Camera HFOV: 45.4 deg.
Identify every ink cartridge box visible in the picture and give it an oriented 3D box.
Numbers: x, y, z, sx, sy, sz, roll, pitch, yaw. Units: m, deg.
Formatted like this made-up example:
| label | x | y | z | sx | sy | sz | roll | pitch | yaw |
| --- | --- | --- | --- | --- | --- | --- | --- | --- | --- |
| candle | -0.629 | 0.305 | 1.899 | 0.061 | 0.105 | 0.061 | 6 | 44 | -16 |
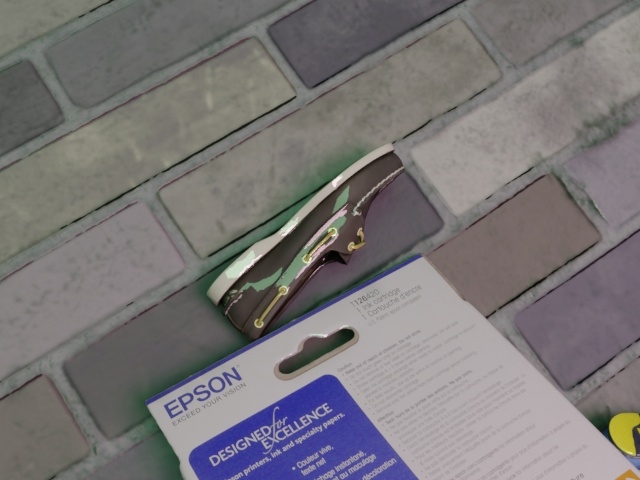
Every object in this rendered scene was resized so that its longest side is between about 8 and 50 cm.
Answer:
| label | x | y | z | sx | sy | sz | roll | pitch | yaw |
| --- | --- | --- | --- | --- | --- | --- | --- | --- | --- |
| ink cartridge box | 0.059 | 0.184 | 0.628 | 0.303 | 0.072 | 0.307 | -26 | 48 | -20 |

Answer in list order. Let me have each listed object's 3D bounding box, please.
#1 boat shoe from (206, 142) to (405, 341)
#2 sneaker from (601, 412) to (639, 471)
| label | x | y | z | sx | sy | sz | roll | pitch | yaw |
| --- | --- | --- | --- | --- | --- | --- | --- | --- | --- |
| boat shoe | 0.000 | 0.000 | 0.723 | 0.227 | 0.081 | 0.069 | -41 | 83 | -7 |
| sneaker | 0.312 | 0.193 | 0.703 | 0.144 | 0.059 | 0.053 | 11 | 40 | -17 |
